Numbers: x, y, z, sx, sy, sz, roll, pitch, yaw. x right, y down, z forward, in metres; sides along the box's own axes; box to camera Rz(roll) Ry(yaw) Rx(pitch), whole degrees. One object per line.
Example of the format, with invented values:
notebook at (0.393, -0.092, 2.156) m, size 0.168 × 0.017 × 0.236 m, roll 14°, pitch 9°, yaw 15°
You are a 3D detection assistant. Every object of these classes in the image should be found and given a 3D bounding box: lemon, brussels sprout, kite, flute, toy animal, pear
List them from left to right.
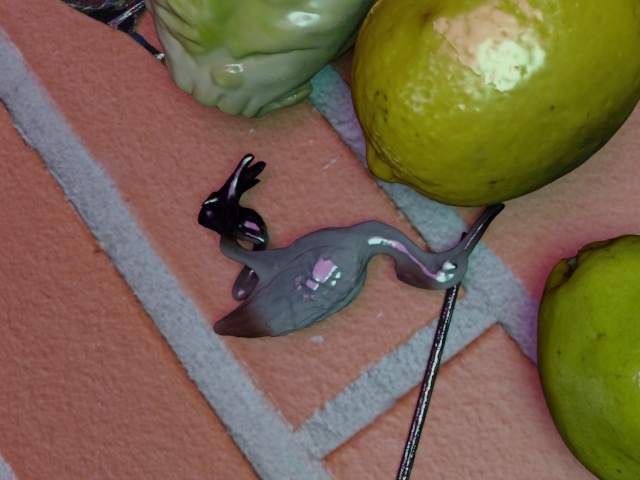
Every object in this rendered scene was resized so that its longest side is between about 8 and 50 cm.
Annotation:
kite at (-0.196, -0.284, 1.035) m, size 0.285 × 0.015 × 0.152 m, roll 42°, pitch 93°, yaw 16°
brussels sprout at (-0.058, -0.297, 0.901) m, size 0.317 × 0.242 × 0.273 m, roll -42°, pitch 99°, yaw 9°
toy animal at (0.008, 0.024, 0.896) m, size 0.324 × 0.090 × 0.195 m, roll 11°, pitch 84°, yaw 17°
flute at (0.118, 0.120, 0.894) m, size 0.014 × 0.014 × 0.269 m, roll 14°, pitch 85°, yaw 15°
lemon at (0.160, -0.162, 0.810) m, size 0.284 × 0.260 × 0.260 m, roll -29°, pitch 74°, yaw 30°
pear at (0.301, 0.118, 0.752) m, size 0.212 × 0.212 × 0.269 m, roll -35°, pitch 80°, yaw 6°
